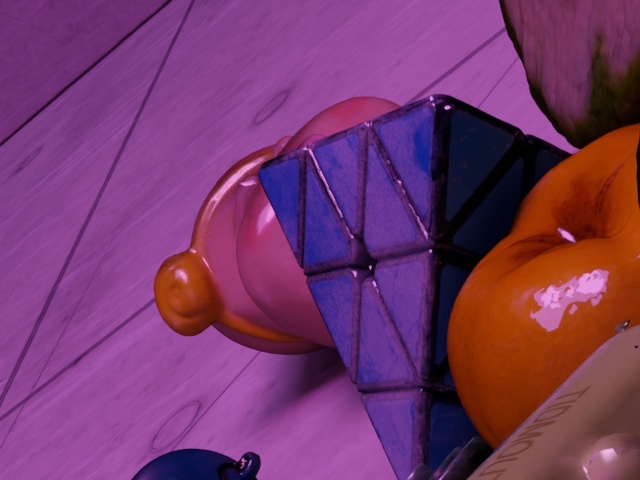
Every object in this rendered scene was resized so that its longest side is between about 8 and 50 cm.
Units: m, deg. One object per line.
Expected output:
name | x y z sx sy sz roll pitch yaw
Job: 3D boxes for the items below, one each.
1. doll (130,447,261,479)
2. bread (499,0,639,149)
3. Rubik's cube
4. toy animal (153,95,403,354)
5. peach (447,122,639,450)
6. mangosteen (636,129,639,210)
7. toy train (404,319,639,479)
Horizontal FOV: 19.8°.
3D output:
doll | -0.079 0.169 0.963 0.152 0.085 0.114 -52 29 9
bread | 0.184 -0.223 0.888 0.382 0.129 0.366 152 122 -76
Rubik's cube | 0.034 -0.026 0.880 0.211 0.190 0.178 -53 -23 -24
toy animal | -0.001 0.003 1.086 0.248 0.149 0.165 3 61 59
peach | 0.130 0.024 0.785 0.179 0.103 0.179 -36 19 14
mangosteen | 0.213 -0.028 0.568 0.216 0.216 0.216 -39 16 14
toy train | 0.060 0.114 0.599 0.253 0.105 0.157 -34 -17 -52
